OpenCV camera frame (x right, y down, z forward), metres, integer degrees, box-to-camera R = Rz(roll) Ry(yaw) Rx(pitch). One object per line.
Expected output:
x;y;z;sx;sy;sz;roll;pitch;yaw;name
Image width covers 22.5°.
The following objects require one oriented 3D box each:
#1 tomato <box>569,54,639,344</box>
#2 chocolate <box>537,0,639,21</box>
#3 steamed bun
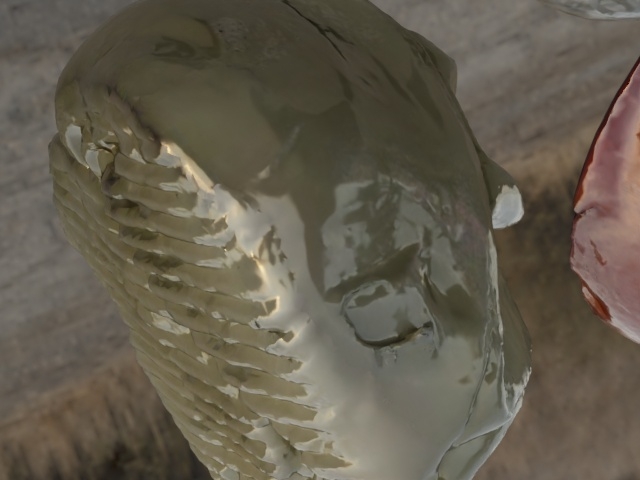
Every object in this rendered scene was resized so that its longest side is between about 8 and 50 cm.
0.187;-0.034;0.533;0.225;0.085;0.225;-26;144;-20;tomato
0.173;-0.157;0.629;0.303;0.100;0.185;-9;152;42;chocolate
0.003;-0.002;0.920;0.219;0.324;0.310;-35;177;-21;steamed bun
